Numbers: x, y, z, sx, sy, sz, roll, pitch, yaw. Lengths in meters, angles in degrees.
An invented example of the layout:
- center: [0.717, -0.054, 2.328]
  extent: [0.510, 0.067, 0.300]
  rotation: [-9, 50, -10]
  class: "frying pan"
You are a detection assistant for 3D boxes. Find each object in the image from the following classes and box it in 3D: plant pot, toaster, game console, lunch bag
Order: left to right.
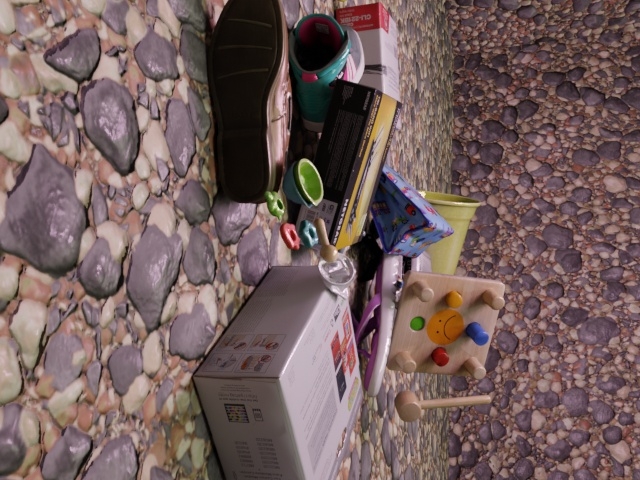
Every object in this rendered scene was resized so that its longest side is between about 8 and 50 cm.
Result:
- center: [0.120, 0.044, 1.687]
  extent: [0.107, 0.071, 0.122]
  rotation: [59, 15, 9]
  class: "game console"
- center: [0.182, -0.115, 1.625]
  extent: [0.293, 0.138, 0.221]
  rotation: [61, 20, 18]
  class: "lunch bag"
- center: [0.250, 0.112, 1.892]
  extent: [0.146, 0.129, 0.227]
  rotation: [39, 53, -61]
  class: "toaster"
- center: [0.355, -0.018, 2.062]
  extent: [0.276, 0.275, 0.254]
  rotation: [-24, 121, -70]
  class: "plant pot"

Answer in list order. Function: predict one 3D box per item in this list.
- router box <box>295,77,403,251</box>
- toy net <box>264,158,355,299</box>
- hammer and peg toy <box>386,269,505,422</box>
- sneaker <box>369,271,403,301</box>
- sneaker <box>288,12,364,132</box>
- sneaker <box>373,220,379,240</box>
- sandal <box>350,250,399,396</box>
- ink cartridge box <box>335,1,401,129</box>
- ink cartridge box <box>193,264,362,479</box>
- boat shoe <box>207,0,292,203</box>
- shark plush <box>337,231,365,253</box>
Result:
- center: [0.058, -0.141, 1.260]
  extent: [0.243, 0.080, 0.309]
  rotation: [-19, 126, -71]
  class: "router box"
- center: [0.000, 0.000, 0.949]
  extent: [0.232, 0.045, 0.122]
  rotation: [60, 27, -24]
  class: "toy net"
- center: [0.296, 0.256, 1.574]
  extent: [0.127, 0.265, 0.362]
  rotation: [-123, -139, -70]
  class: "hammer and peg toy"
- center: [0.189, 0.106, 1.772]
  extent: [0.186, 0.083, 0.070]
  rotation: [-73, 154, -44]
  class: "sneaker"
- center: [0.012, -0.374, 1.258]
  extent: [0.179, 0.123, 0.296]
  rotation: [79, 19, -52]
  class: "sneaker"
- center: [0.192, -0.039, 1.813]
  extent: [0.162, 0.073, 0.064]
  rotation: [-31, 118, -69]
  class: "sneaker"
- center: [0.121, 0.193, 1.551]
  extent: [0.417, 0.102, 0.170]
  rotation: [-75, 172, -47]
  class: "sandal"
- center: [0.122, -0.413, 1.584]
  extent: [0.197, 0.114, 0.273]
  rotation: [-9, 95, -72]
  class: "ink cartridge box"
- center: [-0.042, 0.226, 0.993]
  extent: [0.309, 0.129, 0.272]
  rotation: [-57, 140, -59]
  class: "ink cartridge box"
- center: [-0.096, -0.208, 0.943]
  extent: [0.104, 0.110, 0.308]
  rotation: [-20, 117, -74]
  class: "boat shoe"
- center: [0.048, -0.054, 1.426]
  extent: [0.067, 0.073, 0.161]
  rotation: [-26, 121, -37]
  class: "shark plush"
